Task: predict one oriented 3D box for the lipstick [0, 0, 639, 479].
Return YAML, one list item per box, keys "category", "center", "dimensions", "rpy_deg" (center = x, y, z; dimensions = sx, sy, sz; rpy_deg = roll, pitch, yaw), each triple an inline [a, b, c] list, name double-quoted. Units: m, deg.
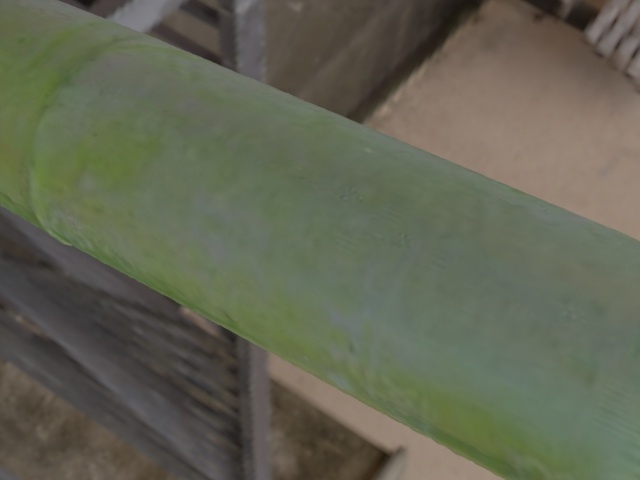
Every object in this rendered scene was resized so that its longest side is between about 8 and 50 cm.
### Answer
- category: "lipstick"
  center: [0.000, 0.000, 0.429]
  dimensions: [0.076, 0.304, 0.076]
  rpy_deg: [-39, 142, -38]
